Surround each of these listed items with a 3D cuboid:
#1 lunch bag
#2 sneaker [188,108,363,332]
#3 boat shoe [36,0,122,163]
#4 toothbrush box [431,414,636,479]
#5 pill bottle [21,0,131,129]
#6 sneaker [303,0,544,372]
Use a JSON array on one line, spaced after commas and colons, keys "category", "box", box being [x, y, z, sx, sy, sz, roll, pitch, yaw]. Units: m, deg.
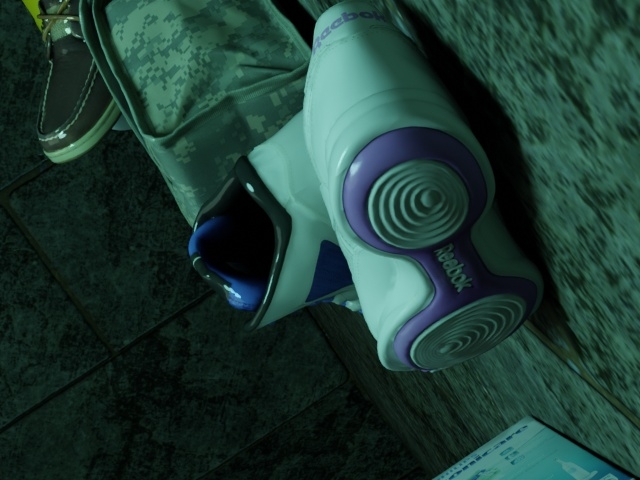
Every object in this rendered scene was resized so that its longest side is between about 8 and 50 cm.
[{"category": "lunch bag", "box": [-0.092, -0.137, 1.182, 0.287, 0.169, 0.235, 61, 177, 38]}, {"category": "sneaker", "box": [0.000, -0.001, 1.029, 0.127, 0.182, 0.315, 56, 175, 32]}, {"category": "boat shoe", "box": [-0.268, -0.247, 1.516, 0.123, 0.123, 0.342, 39, -128, -39]}, {"category": "toothbrush box", "box": [0.212, 0.282, 1.105, 0.216, 0.126, 0.295, 57, 177, -6]}, {"category": "pill bottle", "box": [-0.310, -0.337, 1.921, 0.334, 0.188, 0.188, 56, 175, 12]}, {"category": "sneaker", "box": [0.062, -0.026, 0.849, 0.305, 0.114, 0.152, 71, 179, -55]}]
